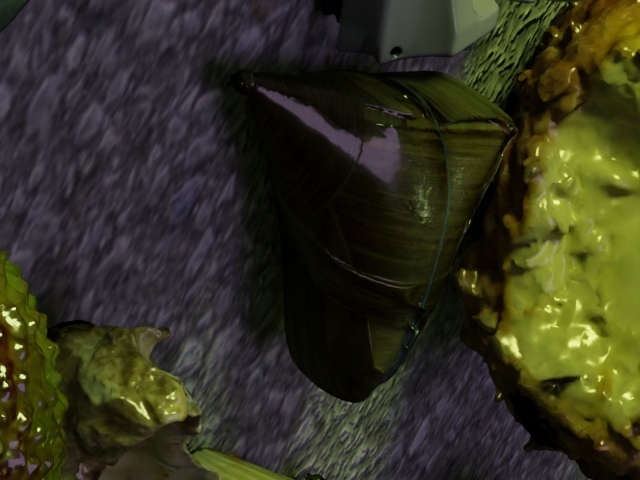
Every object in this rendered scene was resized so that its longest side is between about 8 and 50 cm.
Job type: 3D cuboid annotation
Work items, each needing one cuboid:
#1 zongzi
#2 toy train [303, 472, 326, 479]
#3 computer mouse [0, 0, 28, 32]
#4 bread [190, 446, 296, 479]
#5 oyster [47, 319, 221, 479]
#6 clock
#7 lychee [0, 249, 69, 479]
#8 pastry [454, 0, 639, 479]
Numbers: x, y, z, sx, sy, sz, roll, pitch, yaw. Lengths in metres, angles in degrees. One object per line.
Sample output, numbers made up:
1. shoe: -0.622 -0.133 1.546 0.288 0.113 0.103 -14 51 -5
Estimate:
1. zongzi: 0.000 0.000 1.196 0.242 0.112 0.221 -4 117 -54
2. toy train: -0.040 0.288 1.442 0.085 0.053 0.249 -11 122 -54
3. computer mouse: -0.136 -0.225 0.737 0.167 0.090 0.379 -40 144 -45
4. bread: -0.078 0.239 1.254 0.210 0.110 0.192 -63 162 -4
5. oyster: -0.128 0.125 1.073 0.161 0.107 0.233 -36 159 -35
6. clock: 0.102 -0.232 1.203 0.253 0.083 0.186 -37 144 -46
7. lychee: -0.182 0.074 0.850 0.171 0.171 0.171 -45 149 -37
8. pastry: 0.262 -0.016 1.496 0.337 0.292 0.405 -20 119 -69
